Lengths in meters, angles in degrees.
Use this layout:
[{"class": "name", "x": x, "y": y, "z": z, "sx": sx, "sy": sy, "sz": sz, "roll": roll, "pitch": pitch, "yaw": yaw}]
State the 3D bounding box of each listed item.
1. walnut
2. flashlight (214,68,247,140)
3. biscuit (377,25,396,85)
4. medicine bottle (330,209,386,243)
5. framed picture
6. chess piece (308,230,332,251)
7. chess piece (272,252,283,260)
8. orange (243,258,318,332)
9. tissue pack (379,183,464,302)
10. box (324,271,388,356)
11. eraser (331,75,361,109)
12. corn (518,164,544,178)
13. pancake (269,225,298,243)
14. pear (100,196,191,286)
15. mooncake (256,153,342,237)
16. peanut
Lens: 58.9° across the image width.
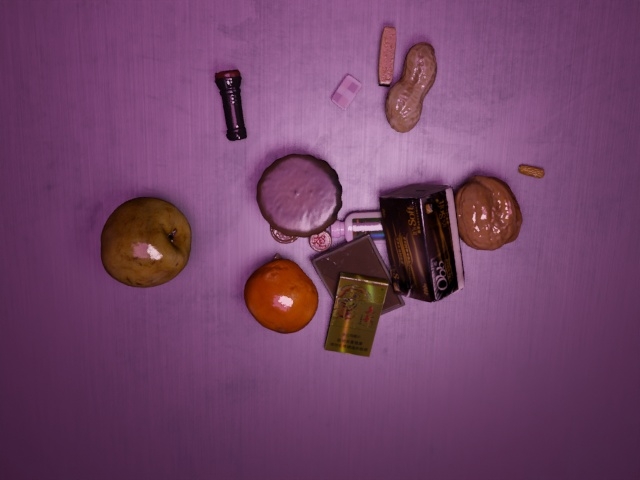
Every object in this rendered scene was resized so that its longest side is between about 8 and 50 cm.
[{"class": "walnut", "x": 0.553, "y": -0.095, "z": 1.906, "sx": 0.225, "sy": 0.257, "sz": 0.256, "roll": -20, "pitch": 102, "yaw": -31}, {"class": "flashlight", "x": -0.294, "y": -0.453, "z": 1.912, "sx": 0.093, "sy": 0.093, "sz": 0.231, "roll": -8, "pitch": 105, "yaw": 2}, {"class": "biscuit", "x": 0.221, "y": -0.610, "z": 1.888, "sx": 0.052, "sy": 0.056, "sz": 0.187, "roll": 5, "pitch": 102, "yaw": 1}, {"class": "medicine bottle", "x": 0.146, "y": -0.044, "z": 1.983, "sx": 0.219, "sy": 0.078, "sz": 0.115, "roll": -3, "pitch": 104, "yaw": 0}, {"class": "framed picture", "x": 0.134, "y": 0.150, "z": 2.010, "sx": 0.232, "sy": 0.024, "sz": 0.314, "roll": -24, "pitch": 112, "yaw": 10}, {"class": "chess piece", "x": 0.000, "y": 0.000, "z": 2.014, "sx": 0.084, "sy": 0.038, "sz": 0.083, "roll": 0, "pitch": 99, "yaw": 2}, {"class": "chess piece", "x": -0.127, "y": 0.084, "z": 2.034, "sx": 0.092, "sy": 0.035, "sz": 0.035, "roll": 33, "pitch": 99, "yaw": -9}, {"class": "orange", "x": -0.134, "y": 0.196, "z": 1.941, "sx": 0.261, "sy": 0.261, "sz": 0.260, "roll": 0, "pitch": 101, "yaw": 0}, {"class": "tissue pack", "x": 0.347, "y": -0.002, "z": 1.896, "sx": 0.198, "sy": 0.210, "sz": 0.369, "roll": -19, "pitch": 106, "yaw": -31}, {"class": "box", "x": 0.124, "y": 0.269, "z": 2.025, "sx": 0.173, "sy": 0.043, "sz": 0.311, "roll": 10, "pitch": 113, "yaw": -4}, {"class": "eraser", "x": 0.088, "y": -0.502, "z": 1.924, "sx": 0.065, "sy": 0.026, "sz": 0.105, "roll": 36, "pitch": 99, "yaw": -9}, {"class": "corn", "x": 0.731, "y": -0.239, "z": 1.964, "sx": 0.092, "sy": 0.037, "sz": 0.037, "roll": 14, "pitch": 100, "yaw": 1}, {"class": "pancake", "x": -0.126, "y": -0.042, "z": 2.020, "sx": 0.115, "sy": 0.011, "sz": 0.114, "roll": 0, "pitch": 101, "yaw": -1}, {"class": "pear", "x": -0.592, "y": 0.015, "z": 1.905, "sx": 0.304, "sy": 0.304, "sz": 0.303, "roll": 0, "pitch": 101, "yaw": 0}, {"class": "mooncake", "x": -0.066, "y": -0.153, "z": 1.919, "sx": 0.291, "sy": 0.161, "sz": 0.290, "roll": 0, "pitch": 95, "yaw": 0}, {"class": "peanut", "x": 0.298, "y": -0.506, "z": 1.872, "sx": 0.136, "sy": 0.120, "sz": 0.298, "roll": 13, "pitch": 102, "yaw": -40}]
